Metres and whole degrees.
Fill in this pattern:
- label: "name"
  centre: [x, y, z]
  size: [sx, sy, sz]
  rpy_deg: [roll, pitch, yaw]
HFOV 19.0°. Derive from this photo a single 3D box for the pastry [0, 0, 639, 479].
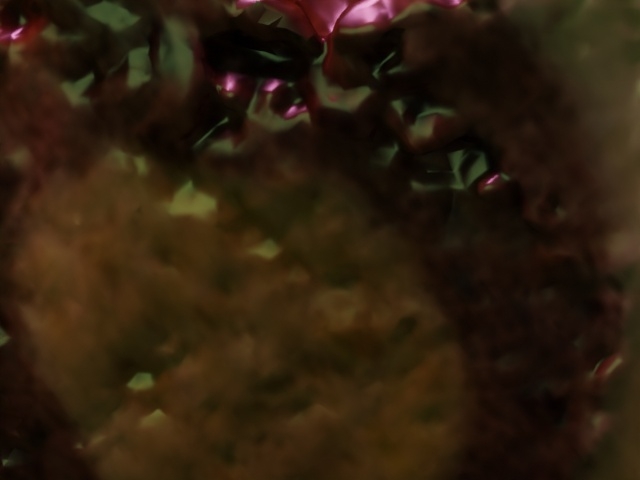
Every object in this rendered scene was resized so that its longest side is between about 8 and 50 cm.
- label: "pastry"
  centre: [0.009, -0.001, 0.518]
  size: [0.236, 0.170, 0.256]
  rpy_deg: [35, 114, -7]
